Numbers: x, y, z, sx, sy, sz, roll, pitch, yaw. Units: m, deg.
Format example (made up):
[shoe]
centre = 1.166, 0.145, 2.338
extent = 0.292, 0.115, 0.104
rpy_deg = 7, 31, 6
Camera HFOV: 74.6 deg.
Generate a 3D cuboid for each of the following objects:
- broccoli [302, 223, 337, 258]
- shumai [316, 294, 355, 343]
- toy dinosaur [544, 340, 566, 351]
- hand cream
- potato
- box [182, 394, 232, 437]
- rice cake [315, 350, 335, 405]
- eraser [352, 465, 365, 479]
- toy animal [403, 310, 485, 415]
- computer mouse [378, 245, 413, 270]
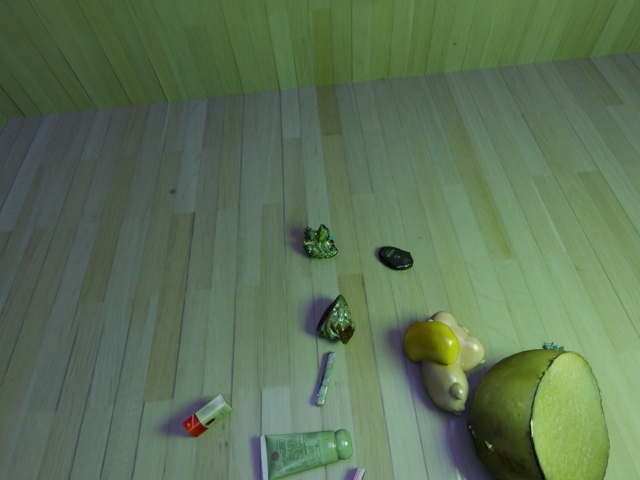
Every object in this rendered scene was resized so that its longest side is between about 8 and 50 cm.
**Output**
[broccoli]
centre = 0.000, 0.000, 1.827
extent = 0.154, 0.160, 0.167
rpy_deg = 6, 40, -24
[shumai]
centre = 0.086, 0.310, 1.629
extent = 0.142, 0.184, 0.184
rpy_deg = 35, 63, -2
[toy dinosaur]
centre = 0.873, 0.403, 1.555
extent = 0.083, 0.030, 0.047
rpy_deg = 28, 65, 21
[hand cream]
centre = -0.047, 0.700, 1.396
extent = 0.305, 0.093, 0.147
rpy_deg = -10, 61, 0
[potato]
centre = 0.657, 0.563, 1.326
extent = 0.442, 0.319, 0.385
rpy_deg = -43, 103, -31
[box]
centre = -0.394, 0.617, 1.475
extent = 0.152, 0.100, 0.048
rpy_deg = -32, 57, -16
[rice cake]
centre = 0.021, 0.507, 1.554
extent = 0.033, 0.033, 0.208
rpy_deg = 11, 57, 10
[eraser]
centre = 0.109, 0.790, 1.345
extent = 0.029, 0.052, 0.122
rpy_deg = 20, 61, 19
[toy animal]
centre = 0.469, 0.396, 1.467
extent = 0.246, 0.278, 0.345
rpy_deg = -11, 52, -19
[computer mouse]
centre = 0.324, 0.080, 1.807
extent = 0.172, 0.057, 0.099
rpy_deg = 31, 65, 35
